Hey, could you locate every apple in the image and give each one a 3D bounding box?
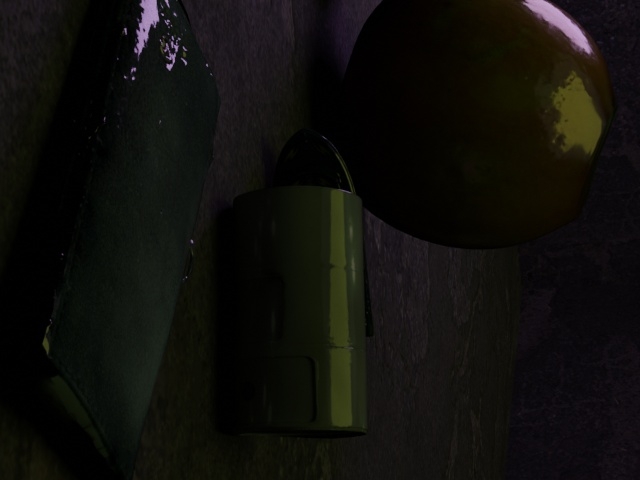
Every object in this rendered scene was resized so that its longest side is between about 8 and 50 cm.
[{"bbox_3d":[0.205,-0.166,1.535,0.384,0.374,0.374,-49,134,-63],"label":"apple"}]

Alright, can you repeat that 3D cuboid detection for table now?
[{"bbox_3d":[-0.020,0.070,1.100,0.126,0.126,0.220,37,52,-71],"label":"table"}]

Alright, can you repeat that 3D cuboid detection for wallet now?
[{"bbox_3d":[-0.134,-0.026,0.841,0.191,0.046,0.379,71,21,-50],"label":"wallet"}]

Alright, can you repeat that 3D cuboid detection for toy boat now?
[{"bbox_3d":[0.000,0.000,1.259,0.103,0.093,0.246,-73,157,-71],"label":"toy boat"}]
